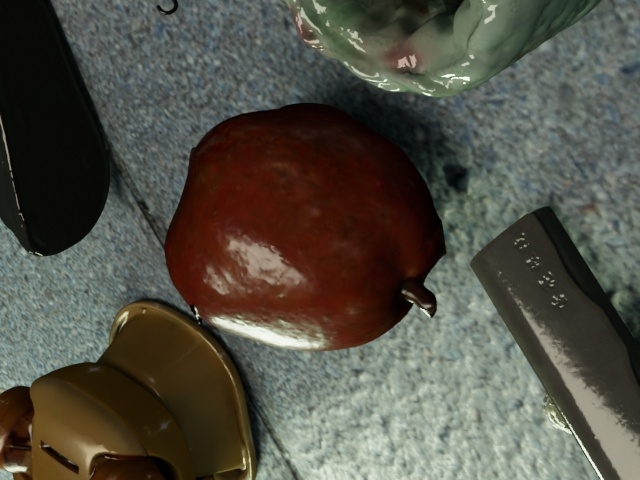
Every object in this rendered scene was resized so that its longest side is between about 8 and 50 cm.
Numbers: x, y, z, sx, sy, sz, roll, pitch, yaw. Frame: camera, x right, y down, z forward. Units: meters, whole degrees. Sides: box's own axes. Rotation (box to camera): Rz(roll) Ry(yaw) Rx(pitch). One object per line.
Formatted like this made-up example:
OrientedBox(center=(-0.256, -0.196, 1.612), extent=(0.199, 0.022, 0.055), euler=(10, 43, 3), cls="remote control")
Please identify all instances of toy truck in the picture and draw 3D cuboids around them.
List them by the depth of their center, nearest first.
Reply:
OrientedBox(center=(-0.198, 0.224, 1.253), extent=(0.204, 0.211, 0.288), euler=(27, 132, 29), cls="toy truck")

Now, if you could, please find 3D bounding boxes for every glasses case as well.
OrientedBox(center=(0.174, 0.075, 0.857), extent=(0.072, 0.042, 0.191), euler=(-40, 72, 34), cls="glasses case")

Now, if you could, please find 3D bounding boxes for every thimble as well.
OrientedBox(center=(0.066, -0.197, 0.710), extent=(0.185, 0.149, 0.211), euler=(16, 129, 40), cls="thimble")

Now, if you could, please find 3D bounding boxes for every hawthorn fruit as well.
OrientedBox(center=(0.000, 0.000, 0.907), extent=(0.202, 0.185, 0.185), euler=(28, 136, 23), cls="hawthorn fruit")

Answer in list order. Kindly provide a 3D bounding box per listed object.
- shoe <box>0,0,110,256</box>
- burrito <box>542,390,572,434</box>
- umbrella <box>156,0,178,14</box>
OrientedBox(center=(-0.270, -0.108, 1.152), extent=(0.093, 0.108, 0.241), euler=(7, 117, 44), cls="shoe")
OrientedBox(center=(0.225, 0.100, 0.867), extent=(0.171, 0.042, 0.051), euler=(-13, 99, 47), cls="burrito")
OrientedBox(center=(-0.146, -0.226, 1.004), extent=(0.122, 0.022, 0.013), euler=(55, 169, 12), cls="umbrella")
